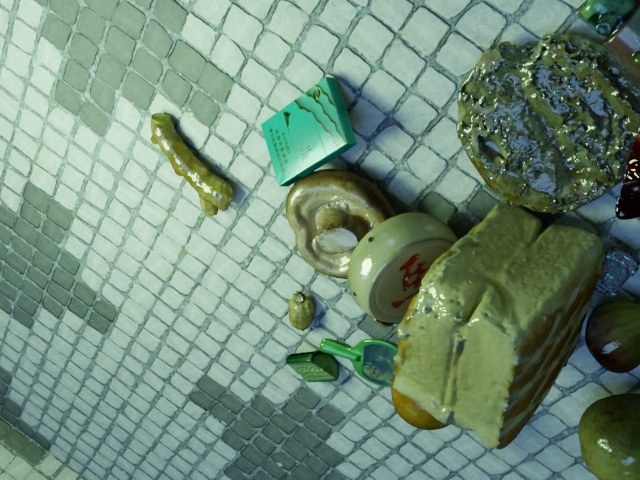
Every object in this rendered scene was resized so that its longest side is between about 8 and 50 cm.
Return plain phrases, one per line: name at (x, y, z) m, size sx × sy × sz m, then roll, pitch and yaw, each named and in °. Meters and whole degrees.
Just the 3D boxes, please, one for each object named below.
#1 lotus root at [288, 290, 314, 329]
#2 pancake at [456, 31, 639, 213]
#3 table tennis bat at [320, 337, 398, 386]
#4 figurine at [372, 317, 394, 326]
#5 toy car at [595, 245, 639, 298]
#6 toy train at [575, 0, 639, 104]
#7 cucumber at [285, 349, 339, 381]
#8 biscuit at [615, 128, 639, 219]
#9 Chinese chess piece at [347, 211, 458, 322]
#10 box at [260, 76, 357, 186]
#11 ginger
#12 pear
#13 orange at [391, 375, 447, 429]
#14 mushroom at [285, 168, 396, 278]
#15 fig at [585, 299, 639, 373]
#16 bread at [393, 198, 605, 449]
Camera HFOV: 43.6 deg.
lotus root at (-0.053, 0.189, 2.137) m, size 0.072 × 0.063 × 0.152 m, roll 20°, pitch 135°, yaw 28°
pancake at (0.443, -0.229, 1.547) m, size 0.382 × 0.071 × 0.382 m, roll 15°, pitch 129°, yaw 19°
table tennis bat at (0.119, 0.317, 2.156) m, size 0.257 × 0.039 × 0.160 m, roll 16°, pitch 127°, yaw 14°
figurine at (0.172, 0.147, 1.959) m, size 0.082 × 0.098 × 0.154 m, roll 31°, pitch 135°, yaw 10°
toy car at (0.617, 0.063, 1.681) m, size 0.069 × 0.055 × 0.142 m, roll 36°, pitch 143°, yaw 14°
toy train at (0.547, -0.330, 1.313) m, size 0.304 × 0.221 × 0.150 m, roll 40°, pitch 135°, yaw -2°
cucumber at (-0.021, 0.343, 2.230) m, size 0.115 × 0.062 × 0.116 m, roll -14°, pitch 133°, yaw 35°
biscuit at (0.627, -0.153, 1.467) m, size 0.063 × 0.151 × 0.235 m, roll 54°, pitch 150°, yaw 42°
Chinese chess piece at (0.188, 0.063, 1.784) m, size 0.102 × 0.273 × 0.273 m, roll -125°, pitch 32°, yaw -42°
box at (-0.030, -0.237, 1.770) m, size 0.226 × 0.042 × 0.160 m, roll -28°, pitch 74°, yaw 40°
ginger at (-0.326, -0.193, 2.001) m, size 0.118 × 0.065 × 0.298 m, roll -27°, pitch 105°, yaw 35°
pear at (0.698, 0.449, 1.823) m, size 0.188 × 0.228 × 0.211 m, roll 45°, pitch 173°, yaw -33°
orange at (0.276, 0.374, 2.011) m, size 0.206 × 0.206 × 0.206 m, roll 15°, pitch 129°, yaw 19°
mushroom at (0.045, -0.036, 1.852) m, size 0.278 × 0.146 × 0.278 m, roll 9°, pitch 120°, yaw 16°
fig at (0.655, 0.169, 1.696) m, size 0.143 × 0.160 × 0.230 m, roll 38°, pitch 108°, yaw 20°
bread at (0.374, 0.171, 1.664) m, size 0.279 × 0.390 × 0.371 m, roll 31°, pitch 141°, yaw 28°
